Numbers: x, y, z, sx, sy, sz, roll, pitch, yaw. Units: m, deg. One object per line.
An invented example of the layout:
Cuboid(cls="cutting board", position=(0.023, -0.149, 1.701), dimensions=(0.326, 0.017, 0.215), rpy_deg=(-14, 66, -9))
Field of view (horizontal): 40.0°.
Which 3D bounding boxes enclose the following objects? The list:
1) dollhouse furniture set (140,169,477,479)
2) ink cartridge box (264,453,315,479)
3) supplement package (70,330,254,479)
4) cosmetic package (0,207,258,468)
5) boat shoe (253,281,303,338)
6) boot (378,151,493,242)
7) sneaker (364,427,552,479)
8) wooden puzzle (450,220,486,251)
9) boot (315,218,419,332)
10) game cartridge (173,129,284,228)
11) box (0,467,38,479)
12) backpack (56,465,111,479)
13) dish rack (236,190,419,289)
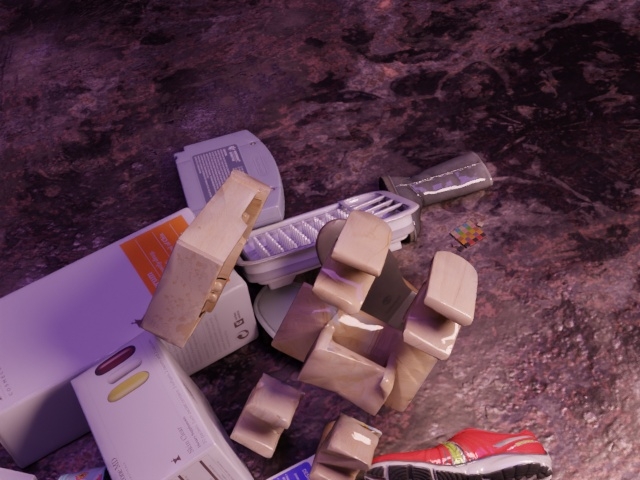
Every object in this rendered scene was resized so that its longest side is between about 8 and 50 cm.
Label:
Cuboid(cls="dollhouse furniture set", position=(-0.021, 0.099, 1.293), dimensions=(0.394, 0.362, 0.256), rpy_deg=(27, 29, -1))
Cuboid(cls="ink cartridge box", position=(-0.024, 0.432, 1.282), dimensions=(0.208, 0.045, 0.206), rpy_deg=(-26, 49, -14))
Cuboid(cls="supplement package", position=(-0.221, 0.298, 1.281), dimensions=(0.145, 0.204, 0.262), rpy_deg=(-35, 44, -8))
Cuboid(cls="cosmetic package", position=(-0.361, 0.154, 1.495), dimensions=(0.453, 0.161, 0.230), rpy_deg=(-29, 51, -18))
Cuboid(cls="boat shoe", position=(0.018, 0.164, 1.493), dimensions=(0.302, 0.091, 0.114), rpy_deg=(30, 83, 31))
Cuboid(cls="boot", position=(0.235, -0.087, 1.713), dimensions=(0.208, 0.076, 0.190), rpy_deg=(-9, 50, -11))
Cuboid(cls="sneaker", position=(0.203, 0.340, 1.326), dimensions=(0.279, 0.107, 0.118), rpy_deg=(-3, 29, 0))
Cuboid(cls="wooden puzzle", position=(0.281, -0.011, 1.672), dimensions=(0.083, 0.006, 0.049), rpy_deg=(-30, 52, -19))
Cuboid(cls="boot", position=(0.080, 0.063, 1.452), dimensions=(0.112, 0.305, 0.115), rpy_deg=(-45, 34, -1))
Cuboid(cls="game cartridge", position=(-0.179, -0.115, 1.764), dimensions=(0.196, 0.060, 0.294), rpy_deg=(-19, 41, -4))
Cuboid(cls="box", position=(-0.518, 0.432, 1.289), dimensions=(0.181, 0.119, 0.182), rpy_deg=(8, 50, 13))
Cuboid(cls="backpack", position=(-0.321, 0.413, 1.238), dimensions=(0.144, 0.188, 0.166), rpy_deg=(-5, 49, 2))
Cuboid(cls="dish rack", position=(0.000, 0.000, 1.585), dimensions=(0.333, 0.072, 0.285), rpy_deg=(-17, 13, -9))
